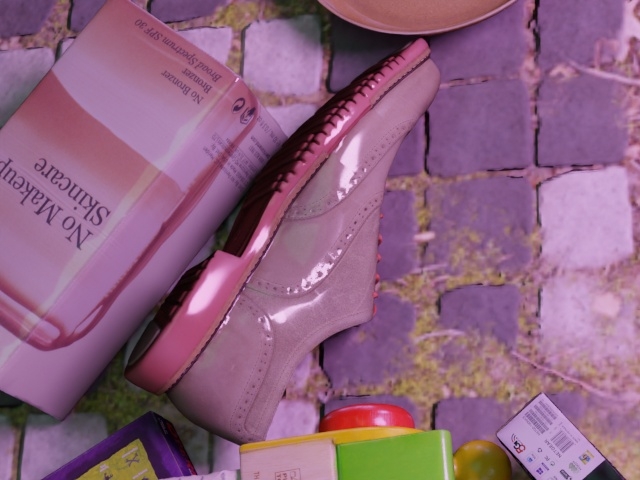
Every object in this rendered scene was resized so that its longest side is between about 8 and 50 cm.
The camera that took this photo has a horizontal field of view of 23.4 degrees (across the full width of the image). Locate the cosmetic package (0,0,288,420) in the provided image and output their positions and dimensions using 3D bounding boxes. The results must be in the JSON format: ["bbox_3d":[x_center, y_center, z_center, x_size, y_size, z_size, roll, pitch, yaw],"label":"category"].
[{"bbox_3d":[-0.184,-0.026,1.219,0.153,0.129,0.296,35,84,25],"label":"cosmetic package"}]

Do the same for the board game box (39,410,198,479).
[{"bbox_3d":[-0.219,0.306,1.155,0.347,0.056,0.208,-32,60,5],"label":"board game box"}]

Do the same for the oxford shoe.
[{"bbox_3d":[0.000,0.000,1.179,0.130,0.123,0.348,39,77,-9],"label":"oxford shoe"}]

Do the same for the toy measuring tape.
[{"bbox_3d":[-0.023,0.185,1.097,0.330,0.121,0.121,-11,67,16],"label":"toy measuring tape"}]

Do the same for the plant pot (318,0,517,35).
[{"bbox_3d":[0.094,-0.260,1.258,0.236,0.032,0.236,-7,63,14],"label":"plant pot"}]

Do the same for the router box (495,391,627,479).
[{"bbox_3d":[0.198,0.191,1.008,0.046,0.133,0.179,-42,63,-1],"label":"router box"}]
